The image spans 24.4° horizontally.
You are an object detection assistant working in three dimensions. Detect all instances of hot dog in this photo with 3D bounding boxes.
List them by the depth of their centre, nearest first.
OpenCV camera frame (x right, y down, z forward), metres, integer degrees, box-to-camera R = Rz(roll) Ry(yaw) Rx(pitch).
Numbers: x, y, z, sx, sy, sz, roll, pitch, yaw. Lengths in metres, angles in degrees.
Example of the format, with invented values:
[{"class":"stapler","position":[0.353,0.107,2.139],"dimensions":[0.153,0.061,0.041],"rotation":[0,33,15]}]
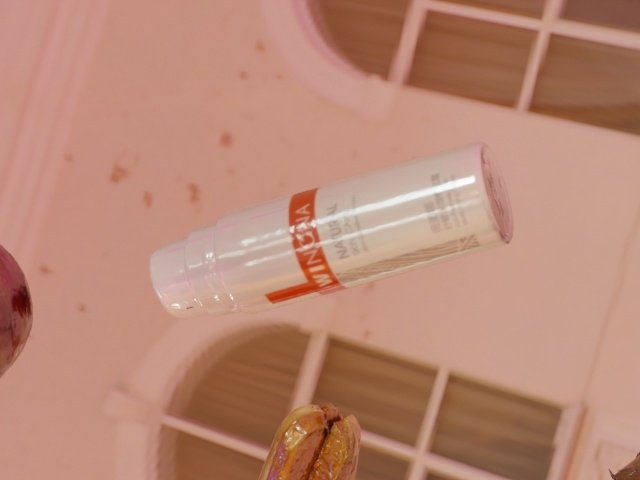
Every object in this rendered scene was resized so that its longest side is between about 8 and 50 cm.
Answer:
[{"class":"hot dog","position":[-0.025,0.257,1.444],"dimensions":[0.062,0.092,0.236],"rotation":[-98,27,-59]}]

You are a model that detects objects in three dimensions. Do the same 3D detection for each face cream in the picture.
[{"class":"face cream","position":[0.000,0.000,1.364],"dimensions":[0.102,0.345,0.102],"rotation":[-17,-90,-71]}]

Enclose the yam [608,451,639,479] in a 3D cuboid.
[{"class":"yam","position":[0.412,0.202,1.432],"dimensions":[0.279,0.131,0.131],"rotation":[-37,-33,-2]}]

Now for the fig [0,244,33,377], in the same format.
[{"class":"fig","position":[-0.331,0.038,1.144],"dimensions":[0.207,0.175,0.175],"rotation":[53,-130,-21]}]
